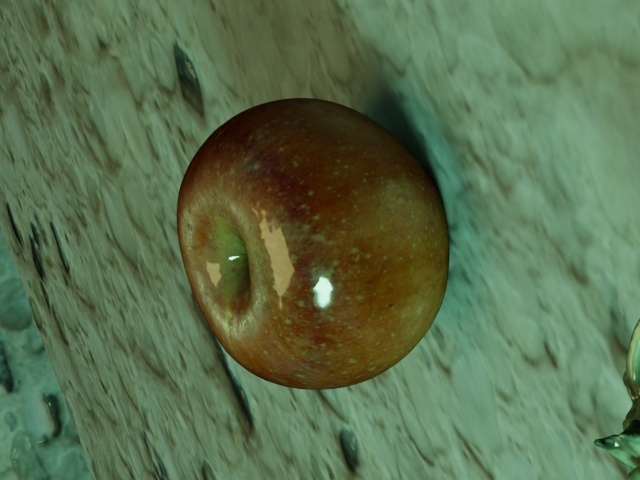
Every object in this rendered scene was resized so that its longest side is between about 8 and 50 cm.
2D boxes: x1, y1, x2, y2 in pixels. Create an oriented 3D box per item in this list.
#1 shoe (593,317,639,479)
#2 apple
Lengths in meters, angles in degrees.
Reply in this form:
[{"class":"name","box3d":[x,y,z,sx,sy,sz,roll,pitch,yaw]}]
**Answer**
[{"class":"shoe","box3d":[0.183,0.085,0.887,0.109,0.149,0.293,57,154,31]},{"class":"apple","box3d":[0.000,0.000,1.278,0.201,0.162,0.201,30,128,47]}]
